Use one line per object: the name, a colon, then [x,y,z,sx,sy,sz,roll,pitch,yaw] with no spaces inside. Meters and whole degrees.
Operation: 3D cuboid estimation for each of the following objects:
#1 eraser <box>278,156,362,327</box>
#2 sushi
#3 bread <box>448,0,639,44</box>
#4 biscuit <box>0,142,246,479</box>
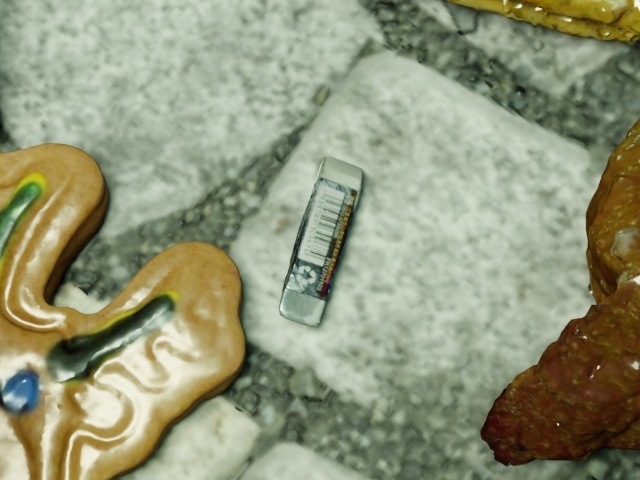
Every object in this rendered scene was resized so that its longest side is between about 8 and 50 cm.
eraser: [0.000,0.000,0.814,0.027,0.019,0.099,19,76,-8]
sushi: [0.227,0.014,0.741,0.166,0.179,0.296,25,59,33]
bread: [0.105,-0.182,0.829,0.211,0.083,0.114,17,80,7]
biscuit: [-0.195,0.102,0.778,0.202,0.047,0.334,38,79,12]
